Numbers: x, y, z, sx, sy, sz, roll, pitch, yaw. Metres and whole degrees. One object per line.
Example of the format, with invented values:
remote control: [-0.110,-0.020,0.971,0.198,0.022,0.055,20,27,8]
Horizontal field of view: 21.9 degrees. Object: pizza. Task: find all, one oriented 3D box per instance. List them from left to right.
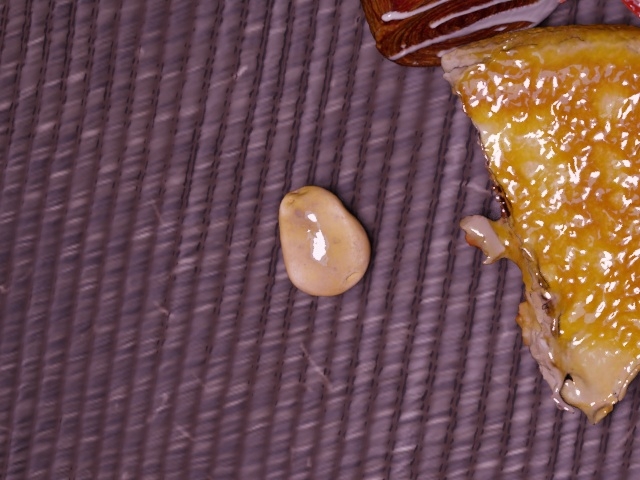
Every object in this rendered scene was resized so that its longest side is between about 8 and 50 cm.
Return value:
pizza: [0.199,-0.016,1.214,0.189,0.071,0.297,-16,92,2]

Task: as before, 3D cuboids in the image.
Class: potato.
potato: [0.000,0.000,1.269,0.068,0.062,0.083,-29,116,-13]

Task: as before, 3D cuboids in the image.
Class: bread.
bread: [0.103,-0.189,1.187,0.160,0.160,0.073,-24,68,14]

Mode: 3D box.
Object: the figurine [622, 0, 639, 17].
figurine: [0.237,-0.268,1.114,0.183,0.226,0.160,-41,81,12]
